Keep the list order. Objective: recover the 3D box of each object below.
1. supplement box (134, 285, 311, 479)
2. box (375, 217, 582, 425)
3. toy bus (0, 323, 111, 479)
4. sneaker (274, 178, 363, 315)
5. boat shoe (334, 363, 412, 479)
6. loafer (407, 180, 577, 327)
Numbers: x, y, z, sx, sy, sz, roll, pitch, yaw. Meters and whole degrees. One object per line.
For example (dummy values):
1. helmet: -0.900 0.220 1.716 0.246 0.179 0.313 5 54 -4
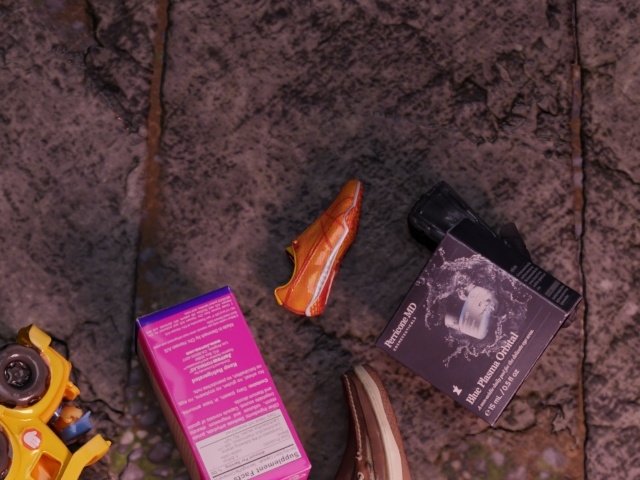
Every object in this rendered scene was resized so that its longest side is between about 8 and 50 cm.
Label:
1. supplement box: -0.106 0.178 1.904 0.114 0.111 0.220 -20 73 -13
2. box: 0.170 0.087 1.937 0.158 0.093 0.156 34 109 9
3. toy bus: -0.293 0.228 1.859 0.211 0.149 0.220 32 66 -7
4. sneaker: 0.000 0.000 2.012 0.067 0.064 0.175 21 65 14
5. boat shoe: 0.048 0.260 1.898 0.095 0.095 0.258 -14 71 -5
6. loafer: 0.201 0.015 2.016 0.223 0.076 0.078 37 78 13
